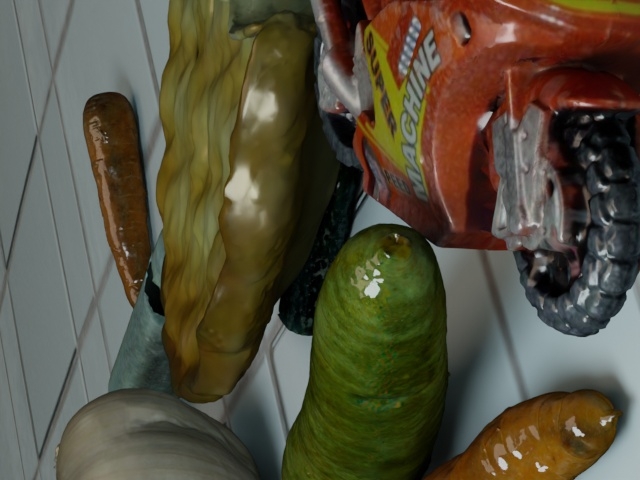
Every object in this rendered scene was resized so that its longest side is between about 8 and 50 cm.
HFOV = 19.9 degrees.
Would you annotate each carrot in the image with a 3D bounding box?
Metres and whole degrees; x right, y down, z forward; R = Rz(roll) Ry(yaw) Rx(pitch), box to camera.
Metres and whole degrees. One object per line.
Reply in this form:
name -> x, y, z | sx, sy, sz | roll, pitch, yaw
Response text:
carrot -> -0.162, -0.028, 1.492 | 0.047, 0.047, 0.191 | 151, 111, -70
carrot -> 0.023, 0.068, 0.834 | 0.358, 0.074, 0.074 | 97, 161, -67
carrot -> 0.073, 0.119, 0.825 | 0.248, 0.059, 0.059 | 121, 139, -57

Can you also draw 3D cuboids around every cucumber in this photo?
cucumber -> 0.000, 0.000, 1.033 | 0.133, 0.032, 0.032 | 103, 154, -45

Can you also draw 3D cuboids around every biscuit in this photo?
biscuit -> -0.048, -0.085, 1.041 | 0.329, 0.078, 0.335 | 113, 157, -51

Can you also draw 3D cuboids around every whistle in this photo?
whistle -> -0.109, 0.057, 1.333 | 0.312, 0.062, 0.062 | 118, 142, -60

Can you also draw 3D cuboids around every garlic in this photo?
garlic -> -0.104, 0.209, 1.225 | 0.228, 0.152, 0.228 | 177, 90, -88

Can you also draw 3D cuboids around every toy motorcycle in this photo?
toy motorcycle -> 0.064, -0.076, 0.727 | 0.298, 0.089, 0.171 | -136, 44, -64
